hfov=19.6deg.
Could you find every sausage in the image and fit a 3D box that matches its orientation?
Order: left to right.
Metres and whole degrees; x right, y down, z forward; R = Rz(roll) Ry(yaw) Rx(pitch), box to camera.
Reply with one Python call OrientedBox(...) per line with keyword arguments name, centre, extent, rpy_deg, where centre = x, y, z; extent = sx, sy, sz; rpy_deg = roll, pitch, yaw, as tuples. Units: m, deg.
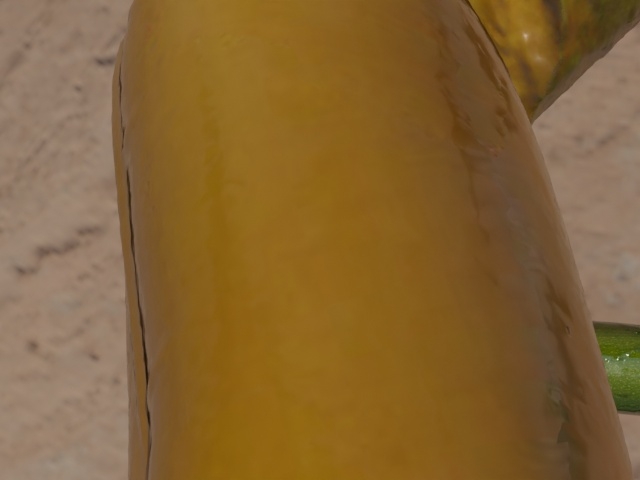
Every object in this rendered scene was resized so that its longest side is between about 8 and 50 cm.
OrientedBox(name="sausage", centre=(0.004, 0.002, 0.433), extent=(0.112, 0.328, 0.112), rpy_deg=(-5, 139, -5))

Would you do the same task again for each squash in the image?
OrientedBox(name="squash", centre=(0.191, 0.106, 1.574), extent=(0.331, 0.087, 0.087), rpy_deg=(2, 124, -7))

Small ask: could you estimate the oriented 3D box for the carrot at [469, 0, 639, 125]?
OrientedBox(name="carrot", centre=(0.172, -0.254, 1.331), extent=(0.340, 0.241, 0.241), rpy_deg=(-40, 112, -13))
